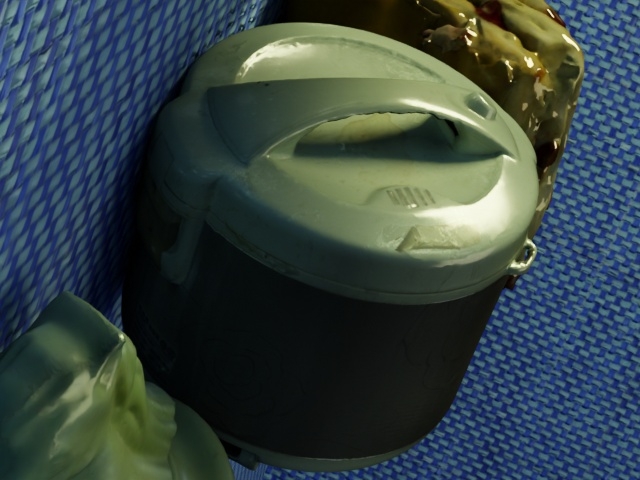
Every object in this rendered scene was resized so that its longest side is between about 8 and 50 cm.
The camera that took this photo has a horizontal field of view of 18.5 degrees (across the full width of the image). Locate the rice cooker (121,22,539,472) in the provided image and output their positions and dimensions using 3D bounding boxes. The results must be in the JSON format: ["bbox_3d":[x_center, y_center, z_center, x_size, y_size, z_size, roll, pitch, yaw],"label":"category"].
[{"bbox_3d":[0.000,-0.003,1.444,0.288,0.288,0.277,-60,171,-51],"label":"rice cooker"}]

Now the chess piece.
[{"bbox_3d":[-0.162,0.148,1.263,0.176,0.175,0.298,-65,162,-15],"label":"chess piece"}]

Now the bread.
[{"bbox_3d":[0.067,-0.128,1.650,0.167,0.324,0.277,-14,137,-23],"label":"bread"}]
